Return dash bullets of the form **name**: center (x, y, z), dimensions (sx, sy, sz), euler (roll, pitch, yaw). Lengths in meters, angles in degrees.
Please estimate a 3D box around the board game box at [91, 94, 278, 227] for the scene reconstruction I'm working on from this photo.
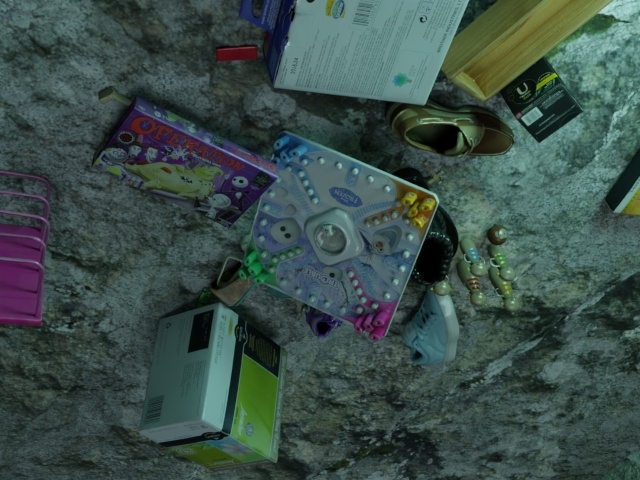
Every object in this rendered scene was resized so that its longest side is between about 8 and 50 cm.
- **board game box**: center (-0.289, -0.160, 1.753), dimensions (0.346, 0.056, 0.208), euler (24, 129, -28)

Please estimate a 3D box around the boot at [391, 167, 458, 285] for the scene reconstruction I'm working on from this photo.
- **boot**: center (0.270, 0.014, 1.988), dimensions (0.131, 0.260, 0.348), euler (-29, 134, 13)

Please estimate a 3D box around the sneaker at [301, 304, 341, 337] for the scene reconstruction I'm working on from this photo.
- **sneaker**: center (0.045, 0.179, 2.208), dimensions (0.095, 0.105, 0.236), euler (23, 124, -32)

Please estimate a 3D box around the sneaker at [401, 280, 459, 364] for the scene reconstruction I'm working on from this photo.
- **sneaker**: center (0.309, 0.254, 2.337), dimensions (0.150, 0.135, 0.366), euler (-15, 136, -5)

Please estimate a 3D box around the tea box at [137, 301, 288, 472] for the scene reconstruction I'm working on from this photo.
- **tea box**: center (-0.270, 0.393, 2.142), dimensions (0.220, 0.329, 0.323), euler (-18, 139, 29)

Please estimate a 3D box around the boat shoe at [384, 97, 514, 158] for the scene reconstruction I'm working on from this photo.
- **boat shoe**: center (0.299, -0.236, 1.845), dimensions (0.324, 0.120, 0.123), euler (8, 132, -23)

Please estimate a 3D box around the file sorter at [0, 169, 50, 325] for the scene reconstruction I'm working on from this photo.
- **file sorter**: center (-0.674, 0.006, 1.698), dimensions (0.202, 0.291, 0.182), euler (6, 130, -21)

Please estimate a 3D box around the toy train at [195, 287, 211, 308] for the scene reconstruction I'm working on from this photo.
- **toy train**: center (-0.310, 0.154, 2.146), dimensions (0.023, 0.017, 0.083), euler (17, 129, -16)

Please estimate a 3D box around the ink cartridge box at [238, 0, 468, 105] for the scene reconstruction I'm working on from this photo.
- **ink cartridge box**: center (0.051, -0.426, 1.560), dimensions (0.395, 0.151, 0.270), euler (2, 134, -20)

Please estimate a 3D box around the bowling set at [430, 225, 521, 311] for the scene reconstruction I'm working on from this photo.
- **bowling set**: center (0.436, 0.071, 2.171), dimensions (0.287, 0.154, 0.200), euler (5, 133, -21)

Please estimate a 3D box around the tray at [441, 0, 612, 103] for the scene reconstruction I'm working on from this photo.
- **tray**: center (0.441, -0.458, 1.647), dimensions (0.411, 0.076, 0.203), euler (-38, 157, 23)

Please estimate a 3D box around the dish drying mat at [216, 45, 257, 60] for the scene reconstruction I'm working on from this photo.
- **dish drying mat**: center (-0.170, -0.380, 1.649), dimensions (0.083, 0.008, 0.032), euler (-7, 137, -10)

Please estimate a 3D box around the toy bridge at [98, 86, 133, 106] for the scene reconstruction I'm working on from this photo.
- **toy bridge**: center (-0.390, -0.248, 1.707), dimensions (0.063, 0.026, 0.188), euler (-22, 137, 7)

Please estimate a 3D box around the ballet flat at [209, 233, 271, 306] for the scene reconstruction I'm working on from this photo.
- **ballet flat**: center (-0.172, 0.049, 2.022), dimensions (0.106, 0.108, 0.316), euler (34, 119, -18)

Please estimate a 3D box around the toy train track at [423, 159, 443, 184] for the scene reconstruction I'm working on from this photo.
- **toy train track**: center (0.276, -0.164, 1.981), dimensions (0.048, 0.014, 0.083), euler (-41, 126, 1)

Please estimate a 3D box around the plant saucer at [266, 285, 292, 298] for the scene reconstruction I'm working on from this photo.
- **plant saucer**: center (-0.086, 0.109, 2.159), dimensions (0.119, 0.021, 0.119), euler (-8, 135, -8)

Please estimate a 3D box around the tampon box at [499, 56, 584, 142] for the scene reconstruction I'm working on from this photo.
- **tampon box**: center (0.473, -0.320, 1.778), dimensions (0.120, 0.161, 0.101), euler (-38, 132, 20)

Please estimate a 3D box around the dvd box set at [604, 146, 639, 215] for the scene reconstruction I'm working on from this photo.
- **dvd box set**: center (1.004, -0.183, 2.140), dimensions (0.420, 0.062, 0.308), euler (5, 132, -21)

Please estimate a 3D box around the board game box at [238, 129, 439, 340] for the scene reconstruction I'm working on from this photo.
- **board game box**: center (0.024, -0.002, 1.845), dimensions (0.389, 0.050, 0.390), euler (24, 118, 11)
